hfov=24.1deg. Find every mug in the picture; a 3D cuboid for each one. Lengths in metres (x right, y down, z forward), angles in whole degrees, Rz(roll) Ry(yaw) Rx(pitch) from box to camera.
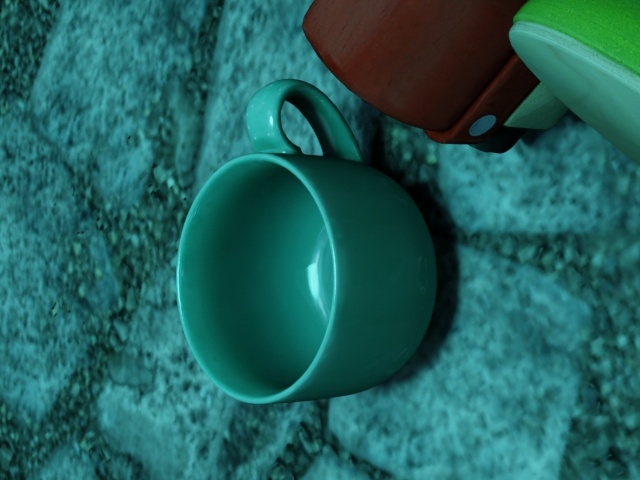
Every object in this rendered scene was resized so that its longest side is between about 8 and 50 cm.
[{"bbox_3d":[0.004,0.008,0.799,0.129,0.097,0.158,40,117,39],"label":"mug"}]

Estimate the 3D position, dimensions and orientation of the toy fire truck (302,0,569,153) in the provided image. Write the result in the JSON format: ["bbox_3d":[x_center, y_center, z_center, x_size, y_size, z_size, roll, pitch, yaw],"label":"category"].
[{"bbox_3d":[0.015,-0.166,0.677,0.158,0.246,0.217,-50,56,35],"label":"toy fire truck"}]

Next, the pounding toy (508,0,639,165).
[{"bbox_3d":[0.194,-0.058,0.571,0.237,0.183,0.110,39,93,39],"label":"pounding toy"}]
